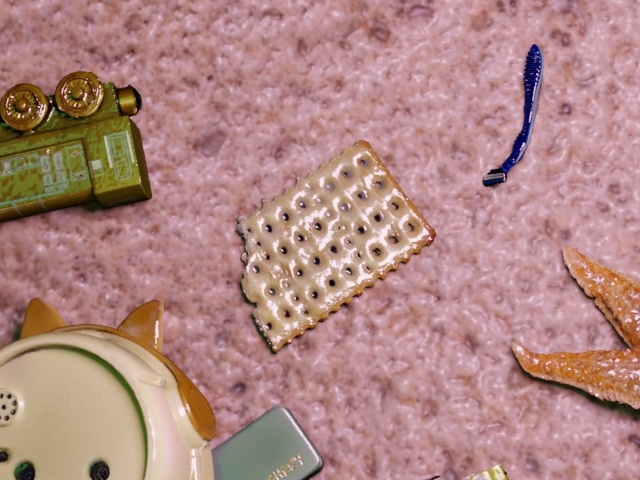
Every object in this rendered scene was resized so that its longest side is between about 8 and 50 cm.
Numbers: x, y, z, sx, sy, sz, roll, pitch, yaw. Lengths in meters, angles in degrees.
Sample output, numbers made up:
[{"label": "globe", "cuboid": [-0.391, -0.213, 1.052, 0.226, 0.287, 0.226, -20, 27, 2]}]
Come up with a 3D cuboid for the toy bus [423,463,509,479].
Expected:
[{"label": "toy bus", "cuboid": [0.062, 0.326, 1.742, 0.302, 0.113, 0.139, -26, 77, 2]}]

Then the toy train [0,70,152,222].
[{"label": "toy train", "cuboid": [-0.286, -0.088, 1.871, 0.226, 0.090, 0.137, -13, 80, 3]}]

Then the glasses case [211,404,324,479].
[{"label": "glasses case", "cuboid": [-0.090, 0.242, 1.805, 0.184, 0.039, 0.077, -35, 77, -3]}]

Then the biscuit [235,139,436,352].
[{"label": "biscuit", "cuboid": [0.000, 0.000, 1.861, 0.203, 0.016, 0.144, -33, 77, -3]}]

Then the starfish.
[{"label": "starfish", "cuboid": [0.346, 0.099, 1.786, 0.302, 0.060, 0.299, 18, 83, 10]}]

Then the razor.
[{"label": "razor", "cuboid": [0.204, -0.125, 1.864, 0.028, 0.044, 0.154, 22, 77, -21]}]

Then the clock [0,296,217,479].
[{"label": "clock", "cuboid": [-0.243, 0.220, 1.758, 0.286, 0.117, 0.348, 0, 76, 20]}]
